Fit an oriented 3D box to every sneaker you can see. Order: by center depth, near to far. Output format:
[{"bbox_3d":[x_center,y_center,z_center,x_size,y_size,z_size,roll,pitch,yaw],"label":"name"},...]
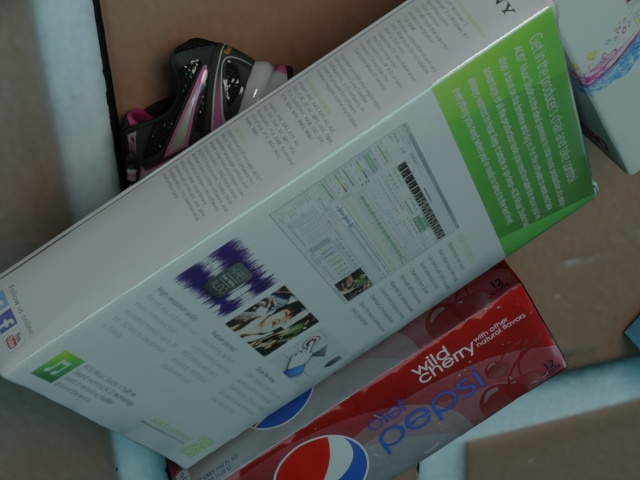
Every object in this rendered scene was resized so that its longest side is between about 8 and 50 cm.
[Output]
[{"bbox_3d":[-0.086,-0.043,0.705,0.077,0.072,0.178,29,111,-6],"label":"sneaker"}]

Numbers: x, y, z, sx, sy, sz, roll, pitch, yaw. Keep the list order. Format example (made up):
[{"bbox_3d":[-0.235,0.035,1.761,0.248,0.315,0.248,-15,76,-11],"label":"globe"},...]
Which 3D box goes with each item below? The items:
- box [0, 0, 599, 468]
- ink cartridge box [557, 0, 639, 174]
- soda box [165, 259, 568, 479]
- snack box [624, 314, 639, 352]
[{"bbox_3d":[0.000,0.000,0.677,0.322,0.058,0.232,-32,152,3],"label":"box"},{"bbox_3d":[0.165,-0.155,0.672,0.127,0.128,0.176,-33,126,3],"label":"ink cartridge box"},{"bbox_3d":[0.026,0.105,0.810,0.263,0.083,0.092,-34,125,2],"label":"soda box"},{"bbox_3d":[0.408,0.079,0.938,0.322,0.060,0.187,28,108,-31],"label":"snack box"}]
